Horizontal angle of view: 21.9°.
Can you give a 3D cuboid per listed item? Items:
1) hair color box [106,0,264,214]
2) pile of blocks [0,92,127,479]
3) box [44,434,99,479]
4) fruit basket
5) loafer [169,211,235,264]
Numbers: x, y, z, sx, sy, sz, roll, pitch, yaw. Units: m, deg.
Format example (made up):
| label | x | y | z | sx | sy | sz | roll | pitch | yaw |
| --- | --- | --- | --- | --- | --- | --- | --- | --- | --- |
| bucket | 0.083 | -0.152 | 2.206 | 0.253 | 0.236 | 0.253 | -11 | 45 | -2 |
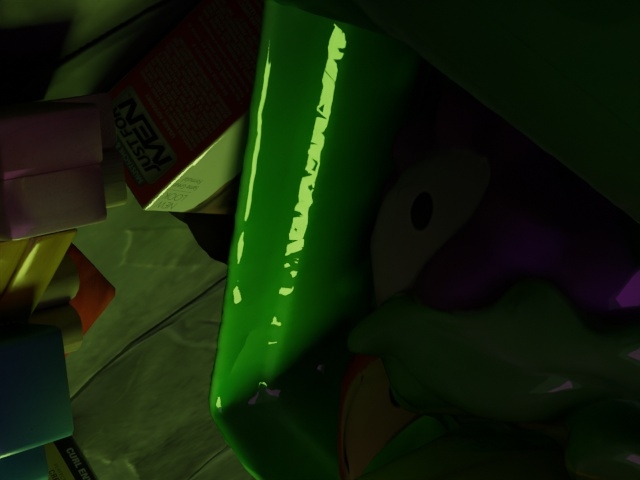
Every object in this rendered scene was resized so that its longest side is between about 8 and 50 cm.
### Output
| label | x | y | z | sx | sy | sz | roll | pitch | yaw |
| --- | --- | --- | --- | --- | --- | --- | --- | --- | --- |
| hair color box | -0.003 | -0.080 | 0.663 | 0.167 | 0.053 | 0.093 | -40 | 161 | 23 |
| pile of blocks | -0.144 | 0.075 | 0.671 | 0.113 | 0.149 | 0.362 | -15 | 154 | -44 |
| box | -0.241 | 0.193 | 0.963 | 0.232 | 0.058 | 0.087 | -23 | 160 | -30 |
| fruit basket | 0.049 | 0.096 | 0.622 | 0.392 | 0.283 | 0.392 | -42 | 161 | -18 |
| loafer | 0.000 | 0.000 | 0.834 | 0.080 | 0.078 | 0.220 | -40 | 161 | 22 |
